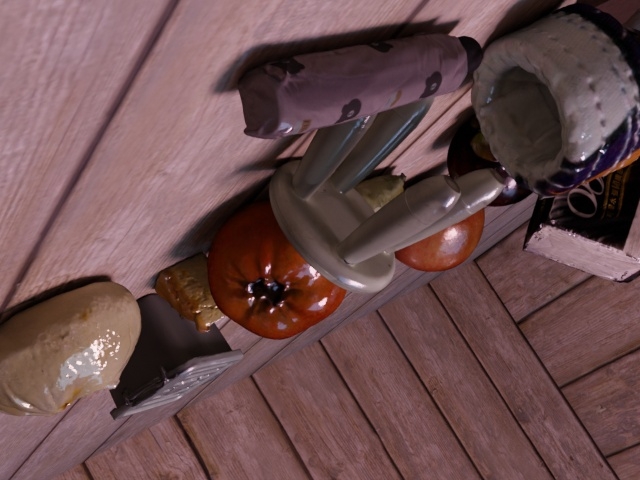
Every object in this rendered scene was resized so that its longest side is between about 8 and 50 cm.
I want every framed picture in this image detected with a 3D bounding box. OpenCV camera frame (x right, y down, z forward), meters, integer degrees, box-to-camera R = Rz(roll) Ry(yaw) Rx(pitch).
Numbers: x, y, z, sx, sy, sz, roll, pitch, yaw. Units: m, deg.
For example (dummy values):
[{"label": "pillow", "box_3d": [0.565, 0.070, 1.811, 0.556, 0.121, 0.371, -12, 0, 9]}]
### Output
[{"label": "framed picture", "box_3d": [0.400, -0.324, 1.250, 0.168, 0.023, 0.128, -28, 168, -22]}]

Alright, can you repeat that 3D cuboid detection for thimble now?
[{"label": "thimble", "box_3d": [0.304, -0.180, 1.136, 0.150, 0.237, 0.237, -24, 167, -19]}]

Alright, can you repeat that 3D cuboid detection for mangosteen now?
[{"label": "mangosteen", "box_3d": [0.282, -0.140, 1.417, 0.172, 0.172, 0.184, -34, 154, 8]}]

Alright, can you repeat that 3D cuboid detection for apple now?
[{"label": "apple", "box_3d": [0.209, -0.032, 1.635, 0.181, 0.181, 0.168, -26, 145, -31]}]

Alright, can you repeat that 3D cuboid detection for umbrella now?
[{"label": "umbrella", "box_3d": [0.055, -0.163, 0.878, 0.337, 0.067, 0.073, -22, 123, -43]}]

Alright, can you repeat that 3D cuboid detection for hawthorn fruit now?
[{"label": "hawthorn fruit", "box_3d": [-0.053, 0.022, 1.192, 0.196, 0.196, 0.225, -36, -167, 19]}]

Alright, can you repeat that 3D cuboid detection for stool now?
[{"label": "stool", "box_3d": [0.072, -0.069, 1.039, 0.198, 0.195, 0.195, -42, 165, 26]}]

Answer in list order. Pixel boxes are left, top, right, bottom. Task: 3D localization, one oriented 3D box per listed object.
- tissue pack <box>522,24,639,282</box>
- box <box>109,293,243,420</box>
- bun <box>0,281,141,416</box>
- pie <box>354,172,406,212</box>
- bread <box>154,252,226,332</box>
[{"label": "tissue pack", "box_3d": [0.486, -0.138, 1.436, 0.210, 0.198, 0.370, 65, 45, -75]}, {"label": "box", "box_3d": [-0.243, 0.170, 1.363, 0.163, 0.135, 0.243, -33, 170, 12]}, {"label": "bun", "box_3d": [-0.313, 0.147, 1.082, 0.222, 0.127, 0.222, -34, 169, -7]}, {"label": "pie", "box_3d": [0.000, 0.000, 1.441, 0.371, 0.078, 0.296, -28, 169, -26]}, {"label": "bread", "box_3d": [-0.169, 0.080, 1.246, 0.084, 0.109, 0.080, -32, 167, -25]}]
